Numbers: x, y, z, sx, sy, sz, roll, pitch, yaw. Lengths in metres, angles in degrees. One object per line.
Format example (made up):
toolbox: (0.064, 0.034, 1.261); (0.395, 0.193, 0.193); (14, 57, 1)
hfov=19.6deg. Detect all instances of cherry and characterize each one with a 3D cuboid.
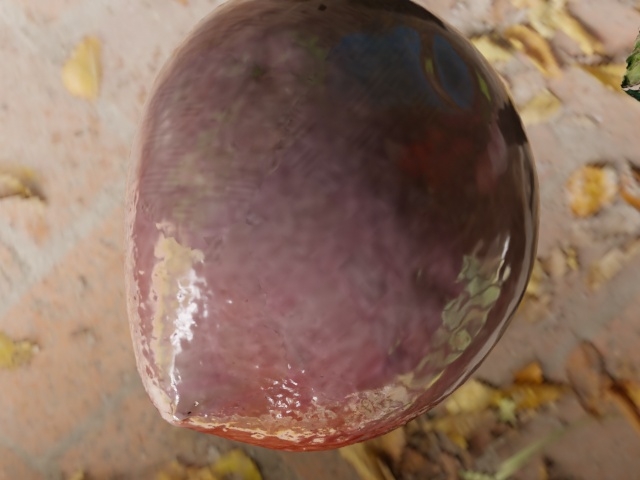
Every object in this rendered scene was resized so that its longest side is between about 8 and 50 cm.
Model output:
cherry: (0.009, -0.005, 0.929); (0.206, 0.239, 0.239); (-12, 116, 7)

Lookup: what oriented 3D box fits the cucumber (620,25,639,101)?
cucumber: (0.253, -0.117, 1.141); (0.046, 0.220, 0.070); (49, 67, -13)
